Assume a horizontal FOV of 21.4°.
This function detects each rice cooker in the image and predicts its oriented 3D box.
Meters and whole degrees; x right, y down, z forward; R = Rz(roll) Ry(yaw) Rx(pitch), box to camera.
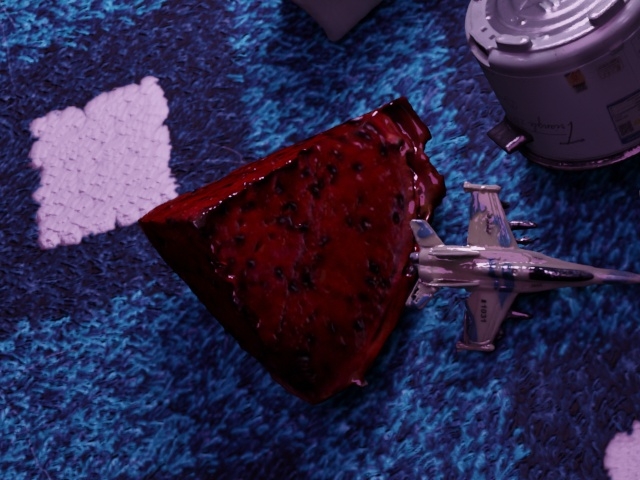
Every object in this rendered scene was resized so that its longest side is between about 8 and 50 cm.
[{"bbox_3d":[0.296,-0.208,1.880,0.280,0.227,0.241,-38,39,-4],"label":"rice cooker"}]

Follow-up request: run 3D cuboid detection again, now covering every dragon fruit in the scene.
[{"bbox_3d":[-0.004,0.001,1.999,0.329,0.228,0.286,-40,101,-23],"label":"dragon fruit"}]

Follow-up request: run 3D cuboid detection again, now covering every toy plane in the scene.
[{"bbox_3d":[0.227,0.034,1.890,0.262,0.088,0.192,4,95,5],"label":"toy plane"}]

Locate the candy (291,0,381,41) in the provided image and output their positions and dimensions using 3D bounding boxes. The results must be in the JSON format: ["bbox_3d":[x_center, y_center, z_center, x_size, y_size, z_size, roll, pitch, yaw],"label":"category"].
[{"bbox_3d":[0.073,-0.431,2.078,0.359,0.208,0.145,-41,60,2],"label":"candy"}]
